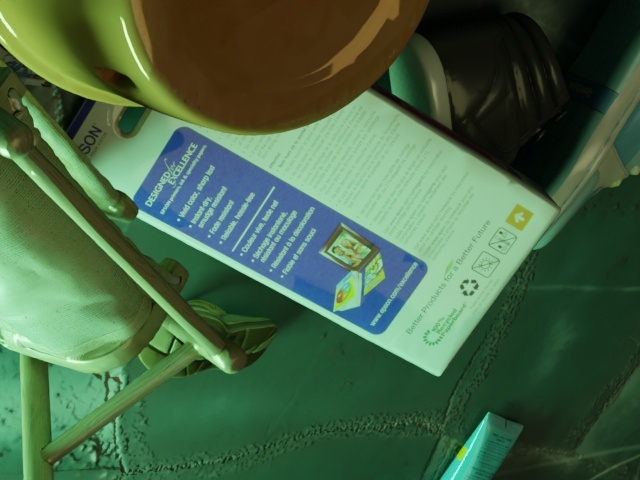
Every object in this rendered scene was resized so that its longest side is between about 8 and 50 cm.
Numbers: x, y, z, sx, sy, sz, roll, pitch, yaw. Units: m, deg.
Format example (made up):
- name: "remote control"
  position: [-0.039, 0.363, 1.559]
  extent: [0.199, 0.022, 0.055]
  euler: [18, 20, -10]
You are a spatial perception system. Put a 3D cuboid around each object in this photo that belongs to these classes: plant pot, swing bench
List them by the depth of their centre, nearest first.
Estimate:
- name: "plant pot"
  position: [-0.064, -0.190, 0.744]
  extent: [0.290, 0.203, 0.291]
  euler: [-18, 128, -25]
- name: "swing bench"
  position: [-0.210, -0.017, 0.772]
  extent: [0.165, 0.255, 0.253]
  euler: [-36, 140, 0]

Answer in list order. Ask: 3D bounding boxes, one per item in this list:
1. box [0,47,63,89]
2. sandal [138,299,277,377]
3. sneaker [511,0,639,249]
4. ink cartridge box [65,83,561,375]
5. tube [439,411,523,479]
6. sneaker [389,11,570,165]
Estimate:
- name: "box"
  position: [-0.194, -0.169, 0.835]
  extent: [0.094, 0.027, 0.137]
  euler: [3, 121, -39]
- name: "sandal"
  position: [-0.104, 0.078, 1.107]
  extent: [0.072, 0.049, 0.180]
  euler: [-51, 154, 17]
- name: "sneaker"
  position: [0.316, -0.092, 1.186]
  extent: [0.208, 0.127, 0.319]
  euler: [28, 106, -21]
- name: "ink cartridge box"
  position: [-0.007, -0.048, 0.997]
  extent: [0.371, 0.069, 0.176]
  euler: [28, 105, -22]
- name: "tube"
  position: [0.162, 0.294, 1.500]
  extent: [0.080, 0.052, 0.207]
  euler: [24, 102, -52]
- name: "sneaker"
  position: [0.151, -0.070, 1.133]
  extent: [0.146, 0.104, 0.296]
  euler: [-22, 131, -16]
